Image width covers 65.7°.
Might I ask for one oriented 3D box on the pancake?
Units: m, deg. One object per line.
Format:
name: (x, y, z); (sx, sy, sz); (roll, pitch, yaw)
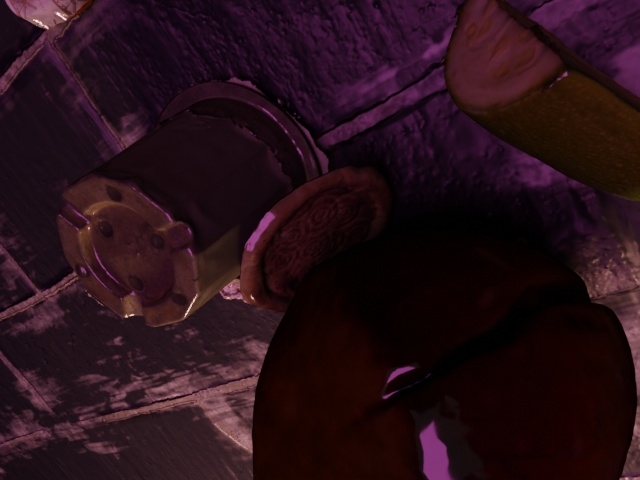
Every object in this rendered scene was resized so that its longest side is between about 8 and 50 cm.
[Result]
pancake: (0.000, 0.000, 0.616); (0.029, 0.235, 0.211); (45, 167, 34)

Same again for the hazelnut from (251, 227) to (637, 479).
hazelnut: (0.111, 0.186, 0.569); (0.403, 0.402, 0.428); (23, 113, 10)

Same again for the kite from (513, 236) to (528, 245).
kite: (0.234, 0.089, 0.684); (0.322, 0.016, 0.233); (23, 122, 9)

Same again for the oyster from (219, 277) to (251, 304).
oyster: (-0.142, 0.078, 0.833); (0.083, 0.019, 0.054); (14, 123, 13)

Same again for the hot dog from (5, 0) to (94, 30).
hot dog: (-0.348, -0.355, 0.662); (0.192, 0.053, 0.099); (-18, 110, 27)

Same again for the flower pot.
flower pot: (-0.162, -0.044, 0.629); (0.291, 0.259, 0.290); (11, 120, 19)

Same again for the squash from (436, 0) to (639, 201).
squash: (0.275, -0.130, 0.534); (0.289, 0.203, 0.111); (15, 129, -27)
